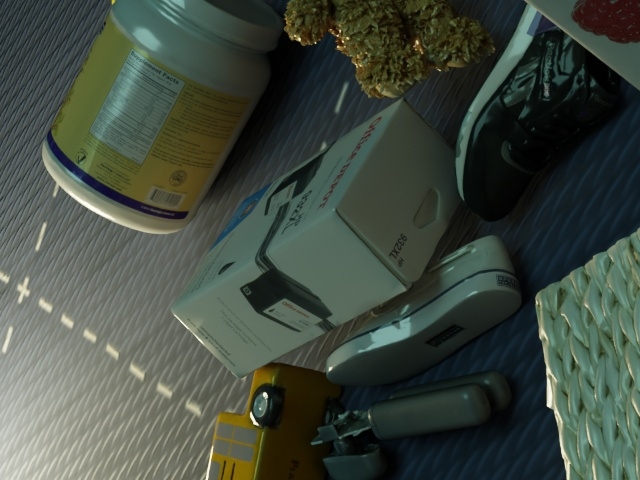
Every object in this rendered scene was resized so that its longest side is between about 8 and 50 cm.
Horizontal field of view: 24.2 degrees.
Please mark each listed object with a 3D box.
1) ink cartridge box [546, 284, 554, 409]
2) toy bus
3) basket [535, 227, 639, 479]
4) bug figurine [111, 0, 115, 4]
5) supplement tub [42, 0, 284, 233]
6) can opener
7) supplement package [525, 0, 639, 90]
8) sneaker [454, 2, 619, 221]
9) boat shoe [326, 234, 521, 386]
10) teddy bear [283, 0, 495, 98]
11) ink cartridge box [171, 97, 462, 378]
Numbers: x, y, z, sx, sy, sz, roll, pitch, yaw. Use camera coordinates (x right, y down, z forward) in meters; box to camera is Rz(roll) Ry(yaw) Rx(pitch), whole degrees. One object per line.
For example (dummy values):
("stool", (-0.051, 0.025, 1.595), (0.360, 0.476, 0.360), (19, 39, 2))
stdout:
("ink cartridge box", (0.272, 0.114, 1.397), (0.090, 0.092, 0.143), (-147, 51, -59))
("toy bus", (-0.071, 0.315, 1.793), (0.130, 0.108, 0.333), (-1, 77, 55))
("basket", (0.374, 0.149, 1.099), (0.266, 0.328, 0.331), (-38, 49, 44))
("bug figurine", (-0.268, -0.377, 2.341), (0.216, 0.072, 0.279), (-61, 39, 17))
("supplement tub", (-0.216, -0.203, 2.066), (0.331, 0.241, 0.241), (-59, 39, 18))
("can opener", (0.100, 0.214, 1.658), (0.283, 0.076, 0.095), (-18, 95, 48))
("supplement package", (0.303, -0.266, 1.335), (0.177, 0.293, 0.175), (-41, 25, 37))
("sneaker", (0.241, -0.143, 1.567), (0.124, 0.107, 0.283), (31, 102, 47))
("boat shoe", (0.107, 0.079, 1.662), (0.267, 0.096, 0.088), (-37, 46, 38))
("teddy bear", (0.061, -0.295, 1.757), (0.245, 0.113, 0.338), (-15, 50, -1))
("ink cartridge box", (0.000, 0.000, 1.723), (0.307, 0.129, 0.223), (-31, 19, 43))
